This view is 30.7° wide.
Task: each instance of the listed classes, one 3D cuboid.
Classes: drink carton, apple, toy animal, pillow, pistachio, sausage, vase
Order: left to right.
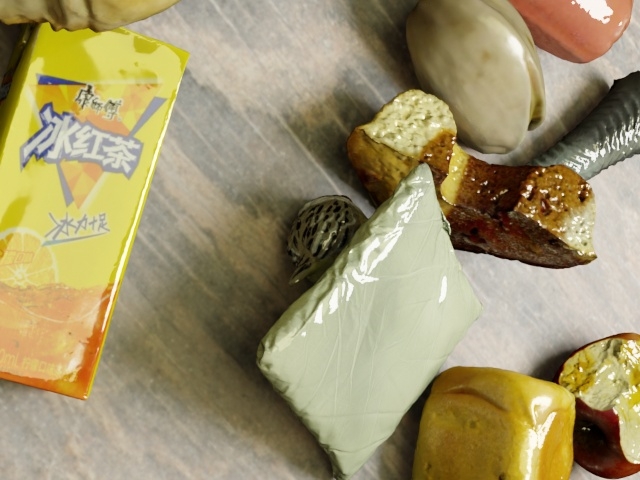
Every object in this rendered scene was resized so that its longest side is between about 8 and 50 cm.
[{"bbox_3d":[-0.254,-0.039,1.114,0.154,0.111,0.351,19,81,-26],"label":"drink carton"},{"bbox_3d":[0.000,0.000,1.254,0.137,0.098,0.098,-17,98,-46],"label":"toy animal"},{"bbox_3d":[0.059,0.093,1.250,0.274,0.076,0.281,-50,142,-18],"label":"pillow"},{"bbox_3d":[0.183,-0.198,1.330,0.138,0.153,0.238,-44,135,-11],"label":"pistachio"},{"bbox_3d":[0.265,-0.308,1.370,0.254,0.148,0.148,33,75,-23],"label":"sausage"},{"bbox_3d":[0.321,-0.105,1.422,0.237,0.115,0.115,-35,105,-20],"label":"vase"},{"bbox_3d":[0.359,0.197,1.417,0.156,0.147,0.158,44,56,14],"label":"apple"}]

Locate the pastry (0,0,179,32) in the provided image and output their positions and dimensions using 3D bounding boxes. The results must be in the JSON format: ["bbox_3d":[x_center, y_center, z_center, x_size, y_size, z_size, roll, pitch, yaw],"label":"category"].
[{"bbox_3d":[-0.237,-0.373,1.007,0.409,0.245,0.410,6,61,-11],"label":"pastry"}]

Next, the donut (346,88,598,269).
[{"bbox_3d":[0.167,-0.058,1.313,0.295,0.151,0.112,29,64,-2],"label":"donut"}]

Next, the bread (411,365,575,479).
[{"bbox_3d":[0.184,0.292,1.314,0.132,0.166,0.294,19,79,-52],"label":"bread"}]
